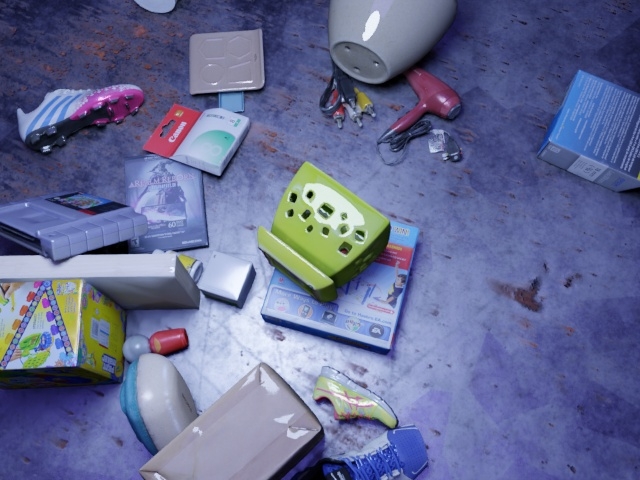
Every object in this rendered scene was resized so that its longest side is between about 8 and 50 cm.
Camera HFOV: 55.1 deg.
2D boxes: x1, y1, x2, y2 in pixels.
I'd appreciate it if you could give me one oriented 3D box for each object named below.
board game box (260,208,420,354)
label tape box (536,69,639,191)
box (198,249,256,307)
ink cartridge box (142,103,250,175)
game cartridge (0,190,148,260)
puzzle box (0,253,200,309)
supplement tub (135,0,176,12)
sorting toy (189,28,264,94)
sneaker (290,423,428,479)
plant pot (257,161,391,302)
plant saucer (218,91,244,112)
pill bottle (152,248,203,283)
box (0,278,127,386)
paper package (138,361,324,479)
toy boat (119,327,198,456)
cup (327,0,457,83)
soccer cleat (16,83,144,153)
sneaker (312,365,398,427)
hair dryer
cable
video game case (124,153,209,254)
[{"bbox_3d":[0.050,0.082,1.458,0.309,0.086,0.301,15,70,6],"label":"board game box"},{"bbox_3d":[0.763,-0.259,1.571,0.334,0.106,0.240,26,73,8],"label":"label tape box"},{"bbox_3d":[-0.219,0.093,1.454,0.101,0.087,0.101,17,71,7],"label":"box"},{"bbox_3d":[-0.322,-0.279,1.593,0.225,0.056,0.180,21,59,6],"label":"ink cartridge box"},{"bbox_3d":[-0.580,-0.048,1.380,0.355,0.068,0.230,15,29,38],"label":"game cartridge"},{"bbox_3d":[-0.493,0.097,1.357,0.410,0.272,0.052,0,70,-1],"label":"puzzle box"},{"bbox_3d":[-0.455,-0.767,1.741,0.145,0.144,0.199,6,70,2],"label":"supplement tub"},{"bbox_3d":[-0.257,-0.487,1.680,0.209,0.038,0.192,-6,70,3],"label":"sorting toy"},{"bbox_3d":[0.079,0.487,1.258,0.316,0.182,0.127,-20,73,-7],"label":"sneaker"},{"bbox_3d":[0.000,0.000,1.329,0.227,0.228,0.207,37,80,12],"label":"plant pot"},{"bbox_3d":[-0.247,-0.432,1.685,0.067,0.018,0.191,-5,71,-2],"label":"plant saucer"},{"bbox_3d":[-0.349,0.062,1.478,0.117,0.065,0.065,19,71,8],"label":"pill bottle"},{"bbox_3d":[-0.597,0.208,1.306,0.280,0.290,0.176,-3,71,0],"label":"box"},{"bbox_3d":[-0.152,0.417,1.211,0.309,0.325,0.168,-41,74,-12],"label":"paper package"},{"bbox_3d":[-0.357,0.319,1.322,0.148,0.267,0.318,-14,39,-3],"label":"toy boat"},{"bbox_3d":[0.149,-0.546,1.565,0.331,0.331,0.236,25,75,9],"label":"cup"},{"bbox_3d":[-0.635,-0.356,1.605,0.332,0.116,0.143,-26,72,-9],"label":"soccer cleat"},{"bbox_3d":[0.074,0.367,1.362,0.209,0.081,0.094,27,72,21],"label":"sneaker"},{"bbox_3d":[0.260,-0.343,1.618,0.224,0.080,0.293,0,69,1],"label":"hair dryer"},{"bbox_3d":[0.054,-0.427,1.676,0.140,0.072,0.287,-15,58,5],"label":"cable"},{"bbox_3d":[-0.394,-0.099,1.560,0.196,0.026,0.274,-8,71,-3],"label":"video game case"}]
